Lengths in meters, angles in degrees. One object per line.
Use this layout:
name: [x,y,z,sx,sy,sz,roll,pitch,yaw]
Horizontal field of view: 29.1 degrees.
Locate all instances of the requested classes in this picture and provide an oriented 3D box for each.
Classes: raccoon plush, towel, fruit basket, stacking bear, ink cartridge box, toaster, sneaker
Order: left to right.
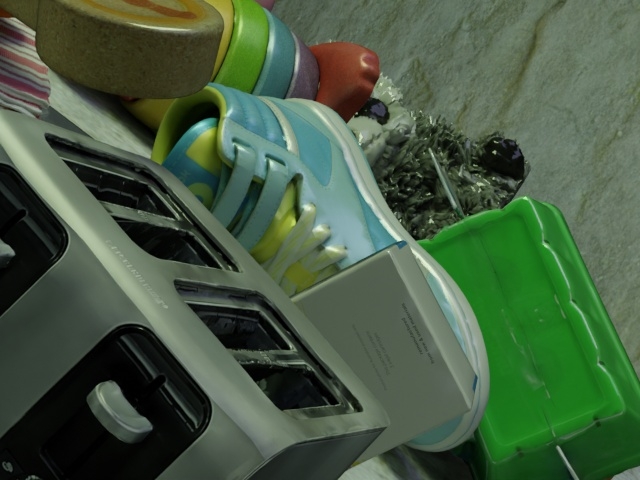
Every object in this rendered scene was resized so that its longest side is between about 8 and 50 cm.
towel: [-0.239,-0.128,0.753,0.144,0.029,0.197,23,17,-23]
toaster: [-0.075,0.054,0.472,0.168,0.110,0.185,48,10,17]
stacking bear: [-0.121,-0.164,1.104,0.289,0.175,0.164,27,0,-33]
sneaker: [-0.021,0.016,0.883,0.208,0.127,0.319,10,40,-52]
ink cartridge box: [-0.002,0.072,0.648,0.090,0.143,0.092,62,10,1]
raccoon plush: [0.070,-0.063,1.563,0.299,0.216,0.446,34,-14,7]
fruit basket: [0.170,0.119,1.070,0.353,0.165,0.327,68,1,-70]

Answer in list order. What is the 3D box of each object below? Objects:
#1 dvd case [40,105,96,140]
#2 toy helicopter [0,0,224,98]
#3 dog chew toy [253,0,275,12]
dvd case: [-0.174,-0.048,0.773,0.164,0.018,0.221,38,11,-30]
toy helicopter: [-0.182,-0.157,0.628,0.235,0.140,0.355,-5,30,-42]
dog chew toy: [-0.164,-0.294,1.241,0.332,0.206,0.206,18,27,-54]
